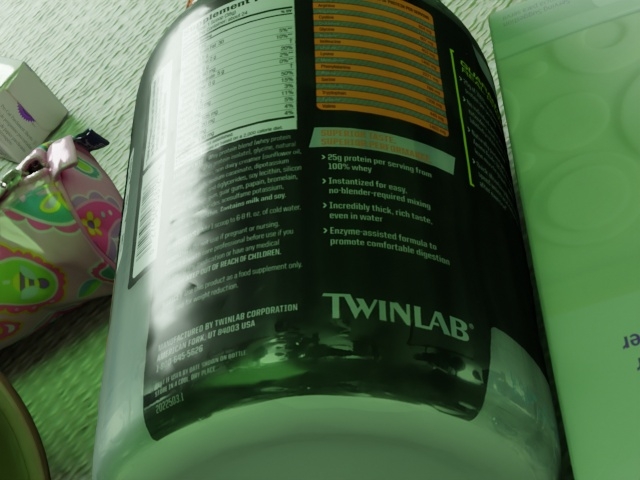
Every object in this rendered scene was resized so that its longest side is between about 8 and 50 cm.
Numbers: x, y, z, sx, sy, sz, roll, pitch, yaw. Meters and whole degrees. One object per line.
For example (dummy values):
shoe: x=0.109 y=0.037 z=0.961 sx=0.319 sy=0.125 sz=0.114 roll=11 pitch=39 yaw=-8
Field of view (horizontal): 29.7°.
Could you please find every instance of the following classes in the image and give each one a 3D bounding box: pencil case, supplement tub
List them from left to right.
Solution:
pencil case: x=-0.256 y=0.036 z=0.816 sx=0.284 sy=0.124 sz=0.124 roll=-29 pitch=43 yaw=8
supplement tub: x=0.000 y=0.000 z=0.622 sx=0.207 sy=0.207 sz=0.338 roll=-18 pitch=45 yaw=18

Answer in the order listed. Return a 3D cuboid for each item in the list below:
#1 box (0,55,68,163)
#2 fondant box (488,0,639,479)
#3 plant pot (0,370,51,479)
box: x=-0.351 y=-0.137 z=1.067 sx=0.324 sy=0.067 sz=0.063 roll=17 pitch=62 yaw=42
fondant box: x=0.225 y=-0.019 z=0.581 sx=0.238 sy=0.096 sz=0.330 roll=-18 pitch=46 yaw=17
plant pot: x=-0.270 y=0.150 z=0.692 sx=0.237 sy=0.237 sz=0.110 roll=-40 pitch=3 yaw=-5
